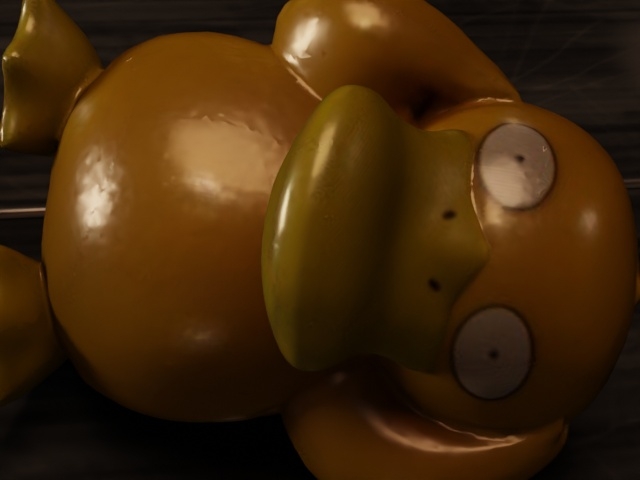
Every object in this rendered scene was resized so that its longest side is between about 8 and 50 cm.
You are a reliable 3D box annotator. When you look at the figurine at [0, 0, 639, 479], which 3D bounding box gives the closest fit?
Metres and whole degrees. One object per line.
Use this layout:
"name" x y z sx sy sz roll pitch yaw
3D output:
"figurine" -0.005 0.000 0.623 0.228 0.215 0.215 5 30 38
